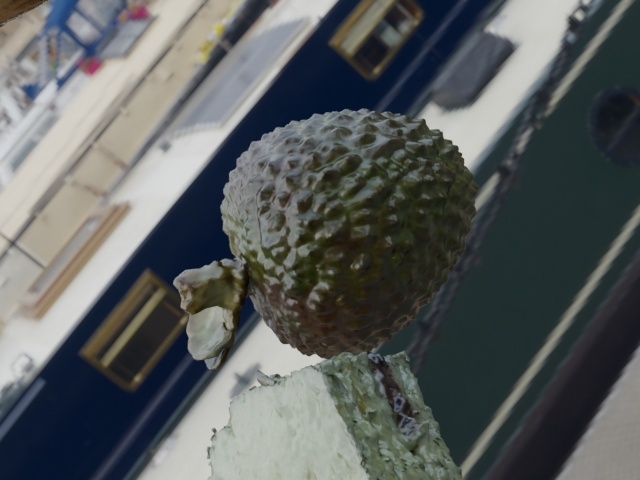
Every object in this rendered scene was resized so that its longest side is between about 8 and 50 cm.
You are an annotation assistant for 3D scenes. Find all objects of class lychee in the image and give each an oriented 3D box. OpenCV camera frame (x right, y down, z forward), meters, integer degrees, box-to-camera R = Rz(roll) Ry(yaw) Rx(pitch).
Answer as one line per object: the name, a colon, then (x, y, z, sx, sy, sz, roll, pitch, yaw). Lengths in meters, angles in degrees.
lychee: (0.011, -0.004, 1.255, 0.319, 0.270, 0.270, -11, 28, 12)

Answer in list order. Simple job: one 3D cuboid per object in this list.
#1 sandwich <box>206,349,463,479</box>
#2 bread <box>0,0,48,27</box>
sandwich: (0.009, 0.248, 1.050, 0.262, 0.131, 0.325, 32, 117, 51)
bread: (-0.236, -0.266, 0.984, 0.241, 0.107, 0.136, -31, 45, -1)
